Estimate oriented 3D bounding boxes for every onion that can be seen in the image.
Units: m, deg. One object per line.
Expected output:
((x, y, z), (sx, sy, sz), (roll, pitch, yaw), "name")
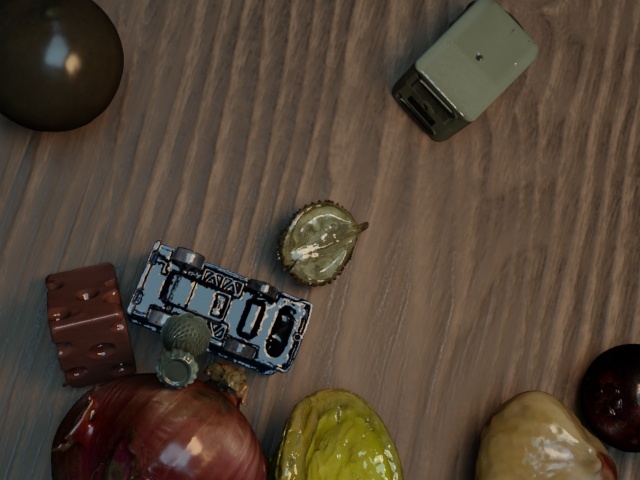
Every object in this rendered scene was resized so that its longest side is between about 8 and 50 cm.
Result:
((-0.252, 0.354, 1.550), (0.353, 0.353, 0.354), (2, 81, -11), "onion")

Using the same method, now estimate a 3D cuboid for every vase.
((-0.211, 0.171, 1.510), (0.081, 0.149, 0.081), (0, 105, -1), "vase")

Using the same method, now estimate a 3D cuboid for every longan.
((-0.447, -0.302, 1.653), (0.258, 0.258, 0.258), (2, 81, -11), "longan")

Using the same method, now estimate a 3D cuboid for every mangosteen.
((0.571, 0.283, 1.797), (0.209, 0.210, 0.210), (2, 81, -11), "mangosteen")

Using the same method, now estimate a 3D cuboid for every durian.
((0.000, 0.000, 1.780), (0.188, 0.091, 0.148), (-21, 98, -17), "durian")

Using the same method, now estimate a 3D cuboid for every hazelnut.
((0.391, 0.385, 1.720), (0.261, 0.241, 0.261), (4, 77, -16), "hazelnut")

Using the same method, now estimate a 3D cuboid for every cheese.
((-0.392, 0.118, 1.658), (0.128, 0.203, 0.177), (-14, 56, -11), "cheese")

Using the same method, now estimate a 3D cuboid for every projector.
((0.271, -0.318, 1.836), (0.163, 0.177, 0.242), (45, 77, -4), "projector")

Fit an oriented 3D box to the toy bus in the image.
((-0.173, 0.118, 1.682), (0.287, 0.175, 0.138), (22, 78, -7), "toy bus")

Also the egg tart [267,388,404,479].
((0.013, 0.419, 1.642), (0.345, 0.132, 0.345), (33, 46, -43), "egg tart")

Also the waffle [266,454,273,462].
((-0.091, 0.466, 1.708), (0.149, 0.051, 0.194), (11, 78, -6), "waffle")
